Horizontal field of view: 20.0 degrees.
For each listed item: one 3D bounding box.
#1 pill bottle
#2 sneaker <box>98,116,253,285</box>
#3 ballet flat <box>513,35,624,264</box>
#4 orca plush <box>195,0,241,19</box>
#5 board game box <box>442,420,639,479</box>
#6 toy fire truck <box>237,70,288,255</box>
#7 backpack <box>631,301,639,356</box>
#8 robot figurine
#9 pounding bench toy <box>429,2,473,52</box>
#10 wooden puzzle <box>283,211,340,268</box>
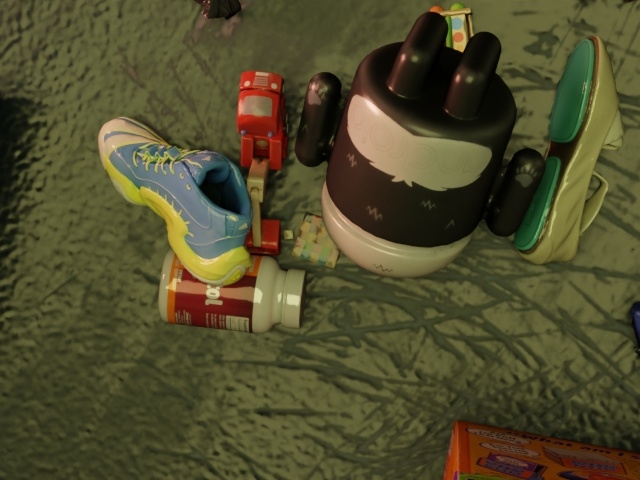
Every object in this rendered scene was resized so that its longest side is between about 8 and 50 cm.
[{"bbox_3d":[-0.094,0.054,1.952,0.152,0.086,0.086,6,94,4],"label":"pill bottle"},{"bbox_3d":[-0.141,-0.071,1.903,0.240,0.091,0.126,48,138,22],"label":"sneaker"},{"bbox_3d":[0.276,-0.090,1.924,0.086,0.086,0.248,19,96,3],"label":"ballet flat"},{"bbox_3d":[-0.182,-0.357,1.953,0.287,0.102,0.151,53,51,-10],"label":"orca plush"},{"bbox_3d":[0.275,0.409,1.805,0.356,0.356,0.356,10,95,4],"label":"board game box"},{"bbox_3d":[-0.064,-0.078,1.916,0.047,0.192,0.135,4,65,4],"label":"toy fire truck"},{"bbox_3d":[0.383,0.120,1.909,0.098,0.101,0.120,-14,96,12],"label":"backpack"},{"bbox_3d":[0.100,-0.093,1.852,0.209,0.173,0.278,49,138,35],"label":"robot figurine"},{"bbox_3d":[0.137,-0.218,1.917,0.052,0.083,0.065,-6,94,5],"label":"pounding bench toy"},{"bbox_3d":[0.000,0.000,1.980,0.083,0.006,0.049,19,95,3],"label":"wooden puzzle"}]
